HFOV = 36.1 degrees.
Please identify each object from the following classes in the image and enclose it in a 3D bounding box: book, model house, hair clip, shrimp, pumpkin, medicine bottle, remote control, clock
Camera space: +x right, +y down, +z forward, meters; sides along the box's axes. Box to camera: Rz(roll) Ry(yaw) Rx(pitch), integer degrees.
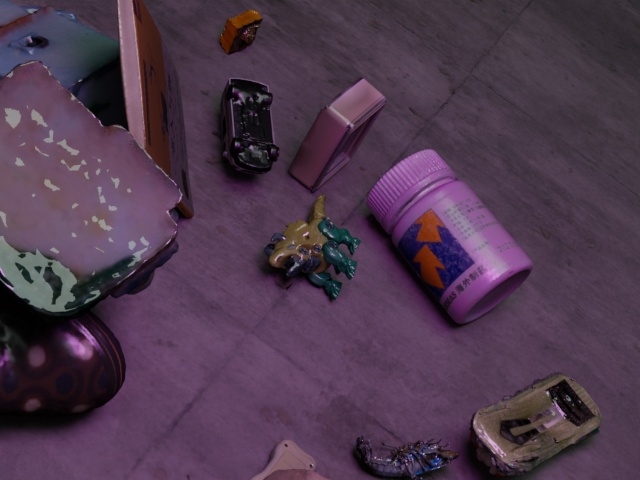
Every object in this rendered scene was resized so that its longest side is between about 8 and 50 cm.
[{"bbox_3d":[-0.253,-0.203,1.540,0.032,0.389,0.269,-8,80,1],"label":"book"},{"bbox_3d":[-0.488,-0.249,1.593,0.329,0.252,0.295,33,47,13],"label":"model house"},{"bbox_3d":[0.351,0.320,1.654,0.321,0.091,0.138,-9,49,-47],"label":"hair clip"},{"bbox_3d":[0.134,0.343,1.545,0.174,0.076,0.082,7,10,-18],"label":"shrimp"},{"bbox_3d":[-0.348,-0.040,1.320,0.243,0.284,0.298,-42,88,-13],"label":"model house"},{"bbox_3d":[-0.160,-0.426,2.015,0.054,0.074,0.083,41,48,14],"label":"pumpkin"},{"bbox_3d":[0.233,-0.008,1.799,0.178,0.178,0.291,-22,66,-39],"label":"medicine bottle"},{"bbox_3d":[-0.059,0.351,1.441,0.074,0.032,0.122,39,46,6],"label":"remote control"},{"bbox_3d":[0.032,-0.199,1.841,0.071,0.192,0.147,40,45,6],"label":"clock"}]

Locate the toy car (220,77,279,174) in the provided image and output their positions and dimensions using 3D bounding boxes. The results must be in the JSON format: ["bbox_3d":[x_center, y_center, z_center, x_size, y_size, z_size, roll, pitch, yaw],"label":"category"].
[{"bbox_3d":[-0.139,-0.196,1.814,0.089,0.108,0.210,9,54,-25],"label":"toy car"}]

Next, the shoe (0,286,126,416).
[{"bbox_3d":[-0.463,0.151,1.293,0.383,0.171,0.237,28,38,-2],"label":"shoe"}]

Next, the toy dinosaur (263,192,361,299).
[{"bbox_3d":[0.000,0.000,1.738,0.153,0.094,0.259,34,36,-3],"label":"toy dinosaur"}]

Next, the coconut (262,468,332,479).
[{"bbox_3d":[-0.009,0.474,1.150,0.415,0.344,0.416,12,71,-38],"label":"coconut"}]
